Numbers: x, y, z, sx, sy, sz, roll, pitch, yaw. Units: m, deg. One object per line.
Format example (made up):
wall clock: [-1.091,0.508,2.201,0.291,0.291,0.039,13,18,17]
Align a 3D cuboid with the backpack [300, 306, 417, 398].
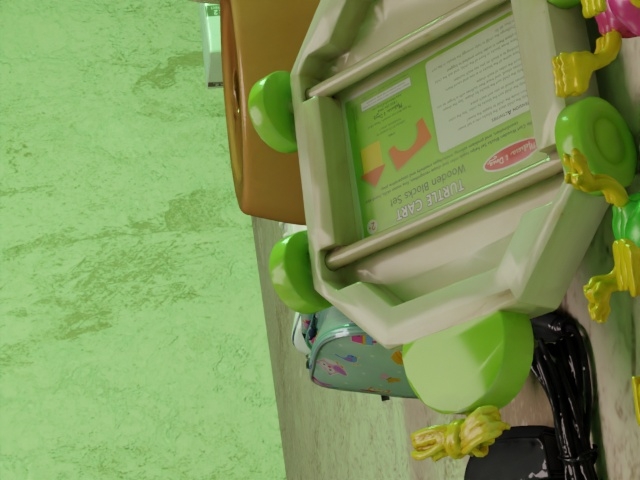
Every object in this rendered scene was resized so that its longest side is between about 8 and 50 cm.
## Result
backpack: [0.066,0.033,1.123,0.188,0.165,0.144,96,-177,-54]

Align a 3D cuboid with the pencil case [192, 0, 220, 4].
pencil case: [-0.085,-0.395,1.261,0.160,0.183,0.410,37,140,39]

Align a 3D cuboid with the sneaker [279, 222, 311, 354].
sneaker: [0.000,0.000,1.744,0.094,0.091,0.258,20,-96,-66]

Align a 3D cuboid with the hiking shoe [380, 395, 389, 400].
hiking shoe: [0.066,0.081,1.651,0.227,0.086,0.114,79,173,-57]

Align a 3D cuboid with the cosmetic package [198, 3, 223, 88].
cosmetic package: [-0.122,-0.366,2.540,0.151,0.151,0.184,107,157,-71]

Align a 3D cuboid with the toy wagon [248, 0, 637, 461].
toy wagon: [0.075,-0.033,0.951,0.267,0.068,0.344,-24,66,42]

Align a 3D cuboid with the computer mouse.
computer mouse: [0.139,0.144,1.099,0.262,0.060,0.184,141,123,-81]

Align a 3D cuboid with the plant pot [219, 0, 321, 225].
plant pot: [0.028,-0.127,1.246,0.291,0.203,0.291,175,90,-82]

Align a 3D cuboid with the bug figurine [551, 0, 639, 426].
bug figurine: [0.161,-0.058,0.728,0.216,0.072,0.279,-100,1,-83]
